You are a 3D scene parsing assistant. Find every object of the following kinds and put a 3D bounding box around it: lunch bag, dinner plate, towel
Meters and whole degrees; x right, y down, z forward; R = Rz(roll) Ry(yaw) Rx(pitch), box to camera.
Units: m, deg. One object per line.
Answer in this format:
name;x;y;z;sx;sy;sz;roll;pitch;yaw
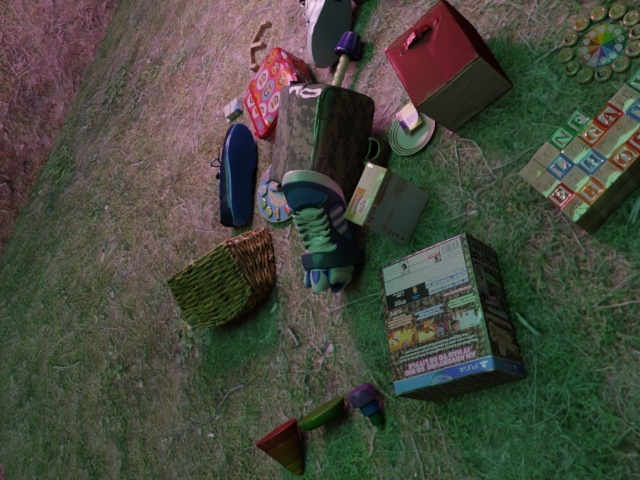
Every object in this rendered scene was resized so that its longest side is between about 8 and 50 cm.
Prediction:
lunch bag;-0.133;-0.429;1.952;0.258;0.120;0.293;-52;38;25
lunch bag;-0.020;-0.275;1.698;0.256;0.212;0.305;18;102;44
dinner plate;0.238;-0.284;1.629;0.141;0.017;0.141;-16;64;38
towel;0.230;-0.316;1.631;0.060;0.009;0.083;-38;52;26

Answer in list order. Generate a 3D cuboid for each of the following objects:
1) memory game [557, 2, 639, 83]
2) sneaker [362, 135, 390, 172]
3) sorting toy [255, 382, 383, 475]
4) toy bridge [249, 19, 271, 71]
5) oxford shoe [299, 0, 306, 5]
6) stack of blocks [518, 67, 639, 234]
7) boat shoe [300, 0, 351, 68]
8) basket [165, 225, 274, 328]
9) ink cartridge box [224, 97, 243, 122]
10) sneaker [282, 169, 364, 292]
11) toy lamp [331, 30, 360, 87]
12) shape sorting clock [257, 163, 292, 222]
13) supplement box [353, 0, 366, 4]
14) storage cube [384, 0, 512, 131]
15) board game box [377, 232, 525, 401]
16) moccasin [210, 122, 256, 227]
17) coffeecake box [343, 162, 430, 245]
memory game;0.597;-0.419;1.343;0.186;0.012;0.186;-17;64;38
sneaker;0.132;-0.182;1.652;0.066;0.071;0.189;-4;72;42
sorting toy;0.009;0.471;1.528;0.365;0.127;0.126;-33;84;27
toy bridge;-0.219;-0.679;2.202;0.063;0.026;0.188;1;75;45
oxford shoe;-0.007;-0.867;2.050;0.096;0.083;0.227;-1;74;23
stack of blocks;0.561;-0.183;1.234;0.297;0.087;0.171;-50;47;18
boat shoe;0.003;-0.708;1.905;0.156;0.135;0.367;26;113;57
basket;-0.269;0.122;1.904;0.299;0.223;0.214;-30;89;32
ink cartridge box;-0.309;-0.454;2.201;0.083;0.028;0.048;-29;56;33
sneaker;0.000;0.000;1.536;0.130;0.323;0.236;-7;62;23
toy lamp;0.051;-0.471;1.833;0.080;0.080;0.275;17;86;45
shape sorting clock;-0.118;-0.155;1.900;0.206;0.040;0.206;-18;63;39
supplement box;0.133;-0.750;1.884;0.083;0.043;0.055;-12;68;41
storage cube;0.302;-0.404;1.482;0.183;0.215;0.193;-37;59;27
board game box;0.269;0.169;1.341;0.232;0.141;0.291;-25;59;35
moccasin;-0.292;-0.210;2.020;0.116;0.137;0.342;-15;64;44
coffeecake box;0.161;-0.083;1.506;0.068;0.185;0.142;27;93;45
